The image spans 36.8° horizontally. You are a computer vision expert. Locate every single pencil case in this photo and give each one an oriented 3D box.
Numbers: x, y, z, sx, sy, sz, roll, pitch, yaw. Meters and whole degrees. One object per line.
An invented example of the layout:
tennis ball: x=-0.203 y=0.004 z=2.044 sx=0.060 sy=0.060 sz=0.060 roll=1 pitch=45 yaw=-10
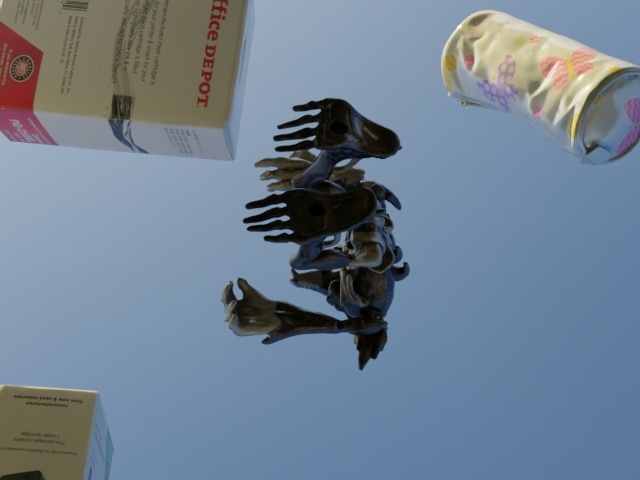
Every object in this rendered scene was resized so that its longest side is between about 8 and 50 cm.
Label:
pencil case: x=0.261 y=-0.186 z=1.141 sx=0.124 sy=0.113 sz=0.273 roll=-49 pitch=-139 yaw=-2

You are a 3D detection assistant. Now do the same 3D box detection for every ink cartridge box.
ink cartridge box: x=-0.191 y=-0.181 z=0.952 sx=0.237 sy=0.100 sz=0.171 roll=6 pitch=-106 yaw=2
ink cartridge box: x=-0.322 y=0.340 z=1.098 sx=0.122 sy=0.211 sz=0.289 roll=5 pitch=-121 yaw=-4

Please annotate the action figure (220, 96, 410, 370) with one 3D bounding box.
action figure: x=0.000 y=0.000 z=0.762 sx=0.141 sy=0.275 sz=0.164 roll=6 pitch=-114 yaw=8
